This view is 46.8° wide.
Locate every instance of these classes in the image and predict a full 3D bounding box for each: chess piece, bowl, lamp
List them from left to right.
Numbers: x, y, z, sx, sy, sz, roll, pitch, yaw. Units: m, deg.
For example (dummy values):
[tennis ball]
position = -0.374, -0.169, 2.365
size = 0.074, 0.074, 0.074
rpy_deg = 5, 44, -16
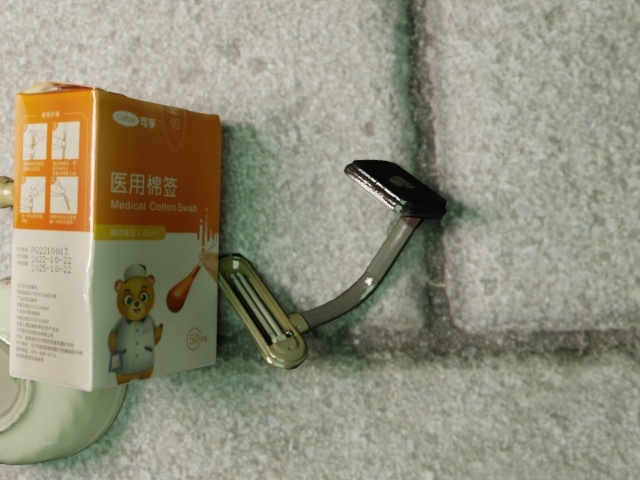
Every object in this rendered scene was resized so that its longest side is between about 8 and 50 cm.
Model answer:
[bowl]
position = -0.415, 0.180, 1.001
size = 0.277, 0.145, 0.277
rpy_deg = 0, 88, 9
[chess piece]
position = -0.398, -0.063, 1.038
size = 0.172, 0.060, 0.060
rpy_deg = 6, 91, 14
[lamp]
position = 0.002, 0.003, 0.955
size = 0.203, 0.124, 0.283
rpy_deg = 43, 101, 28

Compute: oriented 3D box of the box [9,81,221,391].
[box]
position = -0.245, -0.007, 0.911
size = 0.143, 0.225, 0.341
rpy_deg = 1, 91, 31
